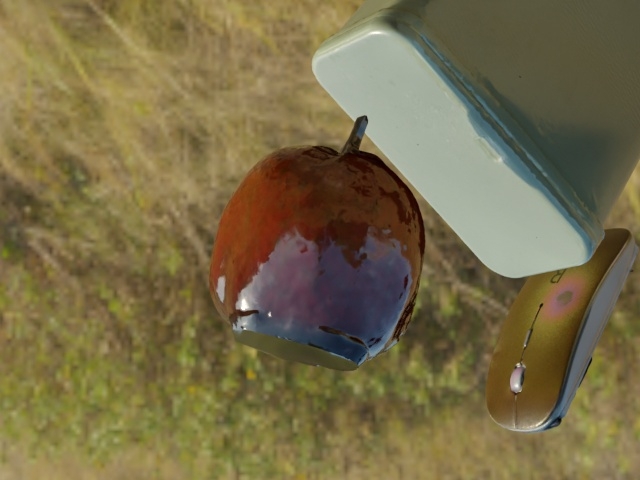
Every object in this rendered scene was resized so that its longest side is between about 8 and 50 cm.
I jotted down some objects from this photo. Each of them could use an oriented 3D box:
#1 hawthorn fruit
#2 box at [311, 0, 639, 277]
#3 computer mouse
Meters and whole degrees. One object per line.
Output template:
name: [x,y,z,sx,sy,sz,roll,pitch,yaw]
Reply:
hawthorn fruit: [0.000,0.000,1.285,0.215,0.249,0.215,12,-169,-2]
box: [0.220,-0.201,1.516,0.352,0.344,0.177,45,149,-17]
computer mouse: [0.312,0.108,1.776,0.072,0.310,0.158,37,159,-22]
